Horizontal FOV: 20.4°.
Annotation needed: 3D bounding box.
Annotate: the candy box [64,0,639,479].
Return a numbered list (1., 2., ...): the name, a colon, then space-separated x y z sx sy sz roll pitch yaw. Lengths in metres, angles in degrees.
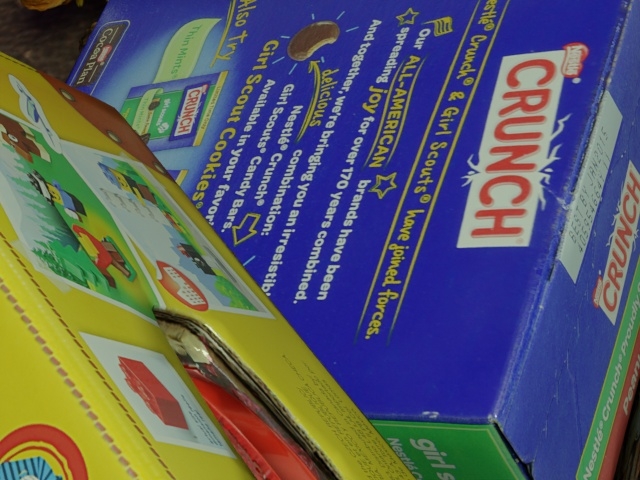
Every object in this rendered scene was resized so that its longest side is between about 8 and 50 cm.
1. candy box: 0.000 0.000 0.848 0.317 0.122 0.268 -1 52 34

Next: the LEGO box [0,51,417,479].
1. LEGO box: -0.119 0.216 0.626 0.372 0.193 0.500 -49 58 13

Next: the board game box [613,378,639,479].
1. board game box: 0.151 0.105 0.741 0.042 0.243 0.165 13 57 6

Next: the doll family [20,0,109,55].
1. doll family: -0.134 -0.209 1.069 0.163 0.118 0.263 -26 57 -11
